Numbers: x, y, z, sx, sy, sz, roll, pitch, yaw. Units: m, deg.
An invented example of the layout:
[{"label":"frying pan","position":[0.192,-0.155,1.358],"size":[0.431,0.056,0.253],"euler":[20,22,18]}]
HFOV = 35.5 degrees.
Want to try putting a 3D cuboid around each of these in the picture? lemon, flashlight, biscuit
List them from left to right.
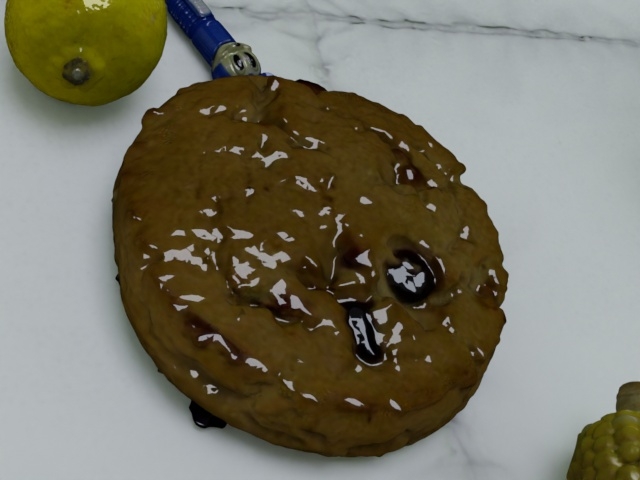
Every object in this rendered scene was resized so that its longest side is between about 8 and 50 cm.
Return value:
[{"label":"lemon","position":[-0.158,-0.147,0.677],"size":[0.109,0.109,0.133],"euler":[9,43,-19]},{"label":"flashlight","position":[-0.081,-0.155,0.767],"size":[0.057,0.035,0.121],"euler":[-23,67,-33]},{"label":"biscuit","position":[0.001,0.000,0.655],"size":[0.296,0.075,0.296],"euler":[14,52,-18]}]

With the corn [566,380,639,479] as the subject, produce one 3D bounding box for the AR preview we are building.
[{"label":"corn","position":[0.197,0.203,0.579],"size":[0.097,0.097,0.261],"euler":[14,54,-15]}]
